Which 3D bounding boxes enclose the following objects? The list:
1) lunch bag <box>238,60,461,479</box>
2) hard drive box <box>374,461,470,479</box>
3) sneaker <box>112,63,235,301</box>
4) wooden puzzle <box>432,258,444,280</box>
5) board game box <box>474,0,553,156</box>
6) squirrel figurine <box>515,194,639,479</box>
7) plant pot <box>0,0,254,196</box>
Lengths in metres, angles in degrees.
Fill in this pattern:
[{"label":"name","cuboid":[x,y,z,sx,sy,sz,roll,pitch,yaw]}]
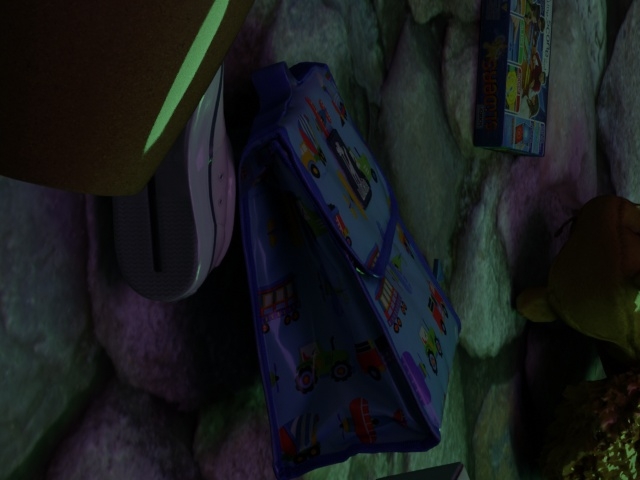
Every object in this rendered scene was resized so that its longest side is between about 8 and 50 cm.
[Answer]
[{"label":"lunch bag","cuboid":[0.000,0.000,1.269,0.221,0.138,0.293,-66,140,-67]},{"label":"hard drive box","cuboid":[0.099,0.333,1.358,0.232,0.089,0.181,70,24,-12]},{"label":"sneaker","cuboid":[-0.107,-0.089,1.131,0.091,0.094,0.258,-43,138,-73]},{"label":"wooden puzzle","cuboid":[0.103,0.083,1.613,0.078,0.014,0.116,68,37,-46]},{"label":"board game box","cuboid":[0.215,-0.196,1.773,0.136,0.035,0.201,5,88,-62]},{"label":"squirrel figurine","cuboid":[0.394,0.137,1.914,0.370,0.281,0.397,32,62,-52]},{"label":"plant pot","cuboid":[-0.134,-0.162,0.940,0.237,0.237,0.254,-3,110,-62]}]
